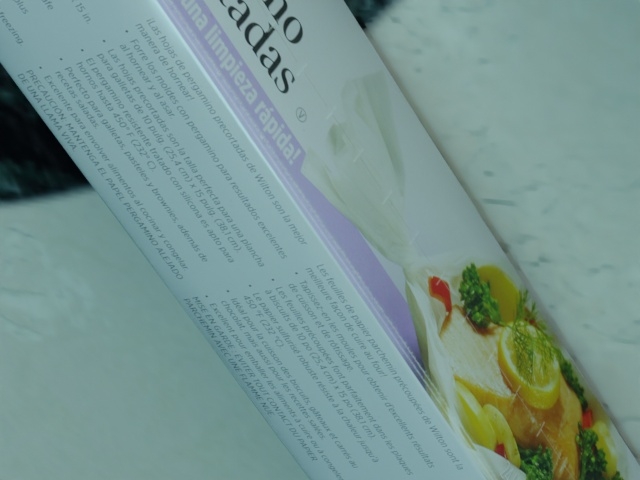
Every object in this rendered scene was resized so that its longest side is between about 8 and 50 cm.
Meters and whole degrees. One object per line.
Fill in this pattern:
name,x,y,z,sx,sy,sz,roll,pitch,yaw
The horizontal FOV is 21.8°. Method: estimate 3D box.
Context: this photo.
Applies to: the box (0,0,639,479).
box,0.000,0.000,0.461,0.067,0.063,0.324,-17,118,40
